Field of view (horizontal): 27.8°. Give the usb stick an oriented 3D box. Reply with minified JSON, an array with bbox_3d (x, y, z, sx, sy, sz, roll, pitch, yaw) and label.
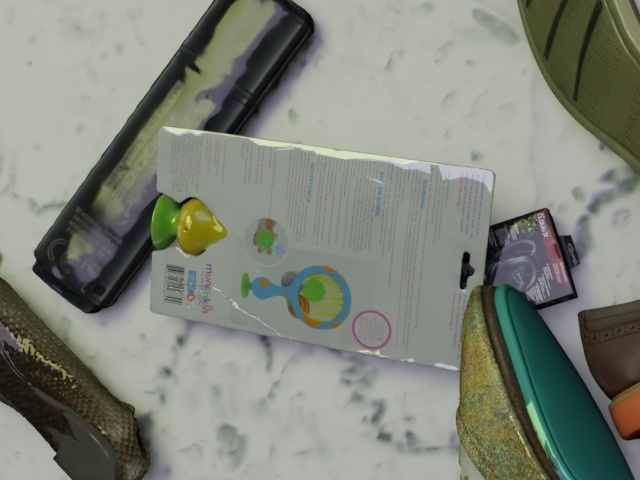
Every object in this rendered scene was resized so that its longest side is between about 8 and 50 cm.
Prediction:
[{"bbox_3d":[-0.109,-0.072,0.949,0.077,0.045,0.278,37,93,11],"label":"usb stick"}]

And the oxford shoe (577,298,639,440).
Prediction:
[{"bbox_3d":[0.287,0.023,0.792,0.271,0.097,0.098,-28,69,11],"label":"oxford shoe"}]

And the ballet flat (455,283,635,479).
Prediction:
[{"bbox_3d":[0.148,0.184,0.751,0.123,0.123,0.348,-35,61,9],"label":"ballet flat"}]

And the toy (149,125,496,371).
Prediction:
[{"bbox_3d":[0.000,0.000,0.891,0.237,0.056,0.136,8,103,15],"label":"toy"}]

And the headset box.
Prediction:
[{"bbox_3d":[0.131,0.018,0.869,0.083,0.032,0.062,-19,78,12],"label":"headset box"}]

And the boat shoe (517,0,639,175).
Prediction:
[{"bbox_3d":[0.225,-0.112,0.822,0.103,0.113,0.302,-15,59,-19],"label":"boat shoe"}]

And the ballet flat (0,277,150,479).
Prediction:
[{"bbox_3d":[-0.211,0.089,0.955,0.250,0.058,0.084,40,130,23],"label":"ballet flat"}]
